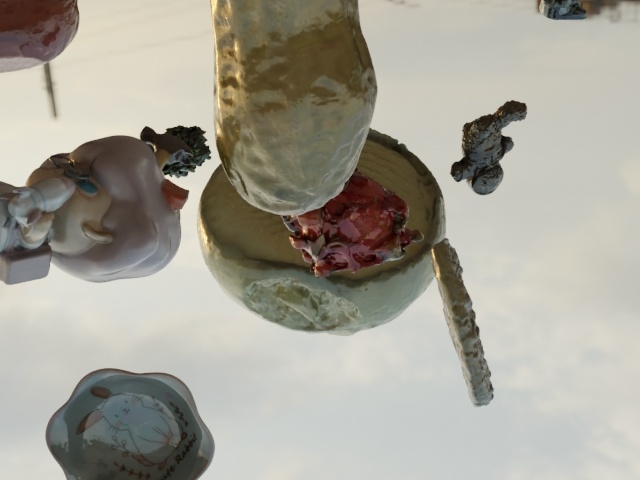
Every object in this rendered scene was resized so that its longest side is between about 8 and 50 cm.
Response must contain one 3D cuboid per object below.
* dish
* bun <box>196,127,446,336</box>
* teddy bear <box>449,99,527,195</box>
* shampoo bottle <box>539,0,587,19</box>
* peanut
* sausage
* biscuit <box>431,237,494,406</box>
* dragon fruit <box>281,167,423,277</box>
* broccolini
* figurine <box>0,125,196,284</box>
[{"bbox_3d":[-0.254,0.262,1.735,0.230,0.229,0.081,-3,-162,2],"label":"dish"},{"bbox_3d":[0.002,0.001,1.869,0.365,0.202,0.364,2,-134,-2],"label":"bun"},{"bbox_3d":[0.236,-0.139,1.850,0.119,0.160,0.078,-28,-126,-29],"label":"teddy bear"},{"bbox_3d":[0.268,-0.370,1.362,0.071,0.309,0.098,-26,-129,-22],"label":"shampoo bottle"},{"bbox_3d":[-0.014,-0.117,0.759,0.095,0.225,0.108,-21,-145,-34],"label":"peanut"},{"bbox_3d":[-0.480,-0.313,1.833,0.255,0.148,0.148,-3,-161,-1],"label":"sausage"},{"bbox_3d":[0.156,0.108,1.345,0.032,0.250,0.133,-16,-121,4],"label":"biscuit"},{"bbox_3d":[0.019,-0.030,1.501,0.208,0.150,0.133,33,156,-29],"label":"dragon fruit"},{"bbox_3d":[-0.202,-0.092,1.500,0.091,0.068,0.203,12,-161,22],"label":"broccolini"},{"bbox_3d":[-0.178,-0.019,0.913,0.137,0.111,0.229,24,-157,40],"label":"figurine"}]
